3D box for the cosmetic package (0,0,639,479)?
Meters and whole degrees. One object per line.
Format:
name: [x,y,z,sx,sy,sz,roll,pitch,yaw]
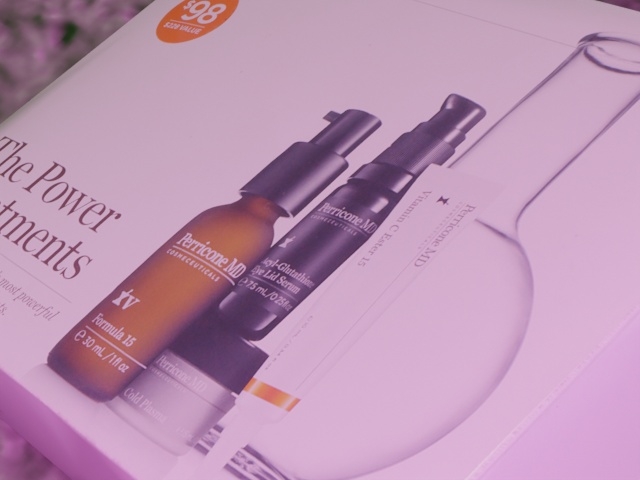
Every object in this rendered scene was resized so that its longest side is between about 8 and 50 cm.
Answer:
cosmetic package: [0.000,0.000,0.647,0.284,0.097,0.377,-41,40,-20]
